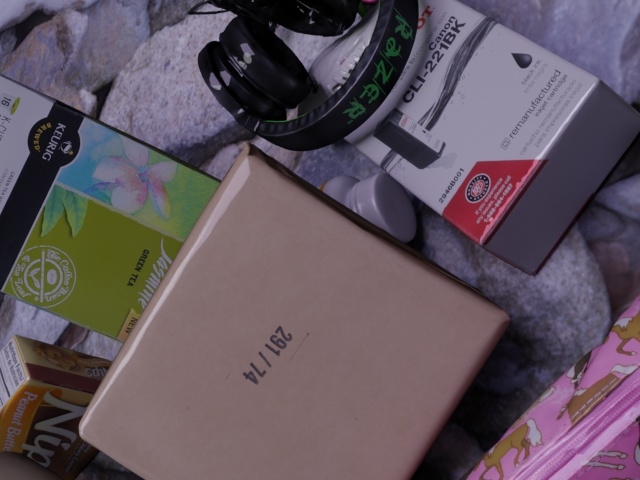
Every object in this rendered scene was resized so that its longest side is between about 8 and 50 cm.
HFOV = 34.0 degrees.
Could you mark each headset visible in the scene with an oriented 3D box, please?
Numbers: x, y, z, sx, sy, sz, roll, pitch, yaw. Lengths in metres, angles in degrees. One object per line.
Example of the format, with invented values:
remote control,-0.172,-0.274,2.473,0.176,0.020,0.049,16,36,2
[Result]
headset,-0.027,-0.240,1.233,0.394,0.185,0.243,36,96,46

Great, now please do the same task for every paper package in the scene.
paper package,-0.024,0.121,1.047,0.309,0.168,0.325,32,94,3

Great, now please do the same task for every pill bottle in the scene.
pill bottle,0.000,0.000,1.204,0.215,0.117,0.117,-24,58,32

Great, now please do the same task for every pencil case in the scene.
pencil case,0.213,0.200,0.893,0.386,0.160,0.167,-45,14,14

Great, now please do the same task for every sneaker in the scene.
sneaker,0.050,-0.210,1.247,0.235,0.090,0.095,-53,12,13

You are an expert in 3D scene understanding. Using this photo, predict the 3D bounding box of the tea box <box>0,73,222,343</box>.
tea box,-0.299,-0.039,1.270,0.220,0.323,0.329,-65,19,0

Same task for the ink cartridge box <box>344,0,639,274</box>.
ink cartridge box,0.167,-0.124,1.113,0.197,0.114,0.273,-56,46,9

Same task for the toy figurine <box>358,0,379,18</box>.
toy figurine,0.078,-0.381,1.315,0.159,0.130,0.173,-36,74,13

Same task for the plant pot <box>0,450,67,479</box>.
plant pot,-0.306,0.414,1.238,0.274,0.256,0.256,13,81,26

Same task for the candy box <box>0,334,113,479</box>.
candy box,-0.415,0.280,1.401,0.316,0.183,0.087,-48,49,15
